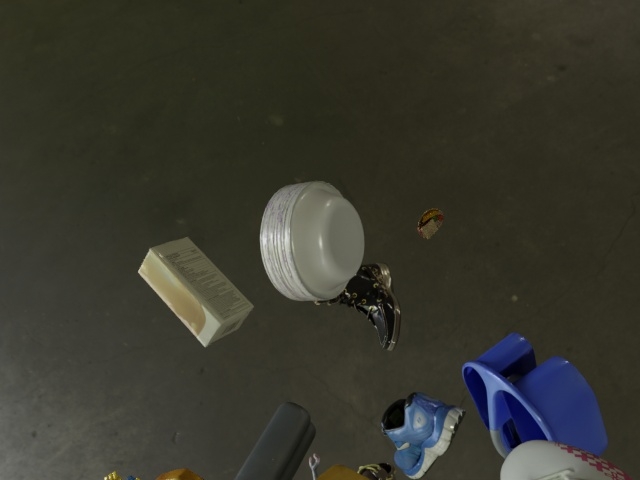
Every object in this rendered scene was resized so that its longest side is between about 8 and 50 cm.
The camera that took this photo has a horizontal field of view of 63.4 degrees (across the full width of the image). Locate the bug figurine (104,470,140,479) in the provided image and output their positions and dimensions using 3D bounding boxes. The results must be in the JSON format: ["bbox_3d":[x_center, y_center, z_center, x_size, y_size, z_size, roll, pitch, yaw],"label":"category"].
[{"bbox_3d":[-0.555,0.784,1.394,0.216,0.072,0.279,-29,59,12],"label":"bug figurine"}]

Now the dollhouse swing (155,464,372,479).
[{"bbox_3d":[-0.113,0.540,0.938,0.304,0.347,0.315,33,24,28],"label":"dollhouse swing"}]

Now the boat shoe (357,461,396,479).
[{"bbox_3d":[0.137,0.657,1.401,0.116,0.324,0.097,-11,66,21],"label":"boat shoe"}]

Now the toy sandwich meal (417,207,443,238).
[{"bbox_3d":[0.290,-0.044,1.350,0.085,0.086,0.029,-29,36,-9],"label":"toy sandwich meal"}]

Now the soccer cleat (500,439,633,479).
[{"bbox_3d":[0.251,0.262,0.458,0.143,0.331,0.116,38,89,-17],"label":"soccer cleat"}]

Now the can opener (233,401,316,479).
[{"bbox_3d":[-0.113,0.314,0.603,0.095,0.076,0.283,16,54,27],"label":"can opener"}]

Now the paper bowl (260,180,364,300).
[{"bbox_3d":[0.000,0.000,1.228,0.148,0.284,0.284,-6,56,35],"label":"paper bowl"}]

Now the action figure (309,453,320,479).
[{"bbox_3d":[-0.049,0.835,1.542,0.248,0.370,0.276,-46,68,12],"label":"action figure"}]

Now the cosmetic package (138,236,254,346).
[{"bbox_3d":[-0.135,0.053,0.561,0.115,0.041,0.060,45,29,14],"label":"cosmetic package"}]

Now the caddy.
[{"bbox_3d":[0.419,0.360,1.055,0.179,0.341,0.241,-35,26,-14],"label":"caddy"}]

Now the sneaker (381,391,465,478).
[{"bbox_3d":[0.215,0.430,1.183,0.147,0.330,0.130,31,53,18],"label":"sneaker"}]

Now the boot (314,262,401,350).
[{"bbox_3d":[0.118,0.210,1.793,0.283,0.138,0.378,7,43,-10],"label":"boot"}]
